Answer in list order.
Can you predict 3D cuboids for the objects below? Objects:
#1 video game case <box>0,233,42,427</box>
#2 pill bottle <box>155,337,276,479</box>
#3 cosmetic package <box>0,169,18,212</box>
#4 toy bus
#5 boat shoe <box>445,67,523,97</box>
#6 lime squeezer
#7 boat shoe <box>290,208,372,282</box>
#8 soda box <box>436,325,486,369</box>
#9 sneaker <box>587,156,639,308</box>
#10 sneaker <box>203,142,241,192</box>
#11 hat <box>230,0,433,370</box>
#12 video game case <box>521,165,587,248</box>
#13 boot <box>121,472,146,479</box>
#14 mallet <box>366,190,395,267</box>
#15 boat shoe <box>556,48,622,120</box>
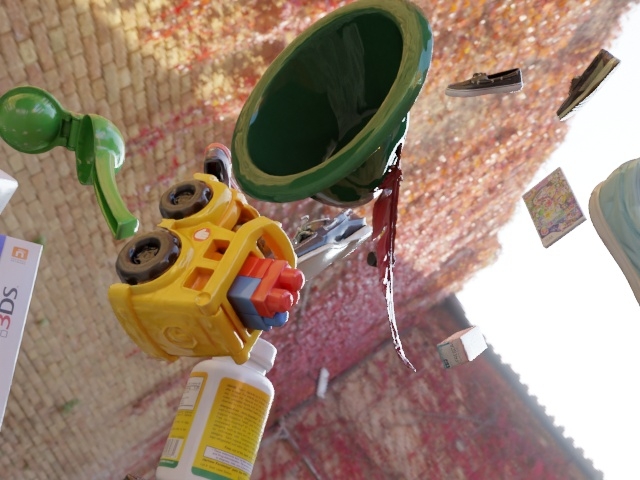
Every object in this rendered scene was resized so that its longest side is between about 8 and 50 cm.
[{"bbox_3d":[-0.414,0.074,0.680,0.061,0.269,0.244,-50,-148,39],"label":"video game case"},{"bbox_3d":[-0.129,0.230,0.991,0.118,0.208,0.117,13,-25,6],"label":"pill bottle"},{"bbox_3d":[-0.560,0.033,0.862,0.217,0.385,0.156,34,2,1],"label":"cosmetic package"},{"bbox_3d":[-0.102,0.032,0.878,0.211,0.220,0.149,2,-43,29],"label":"toy bus"},{"bbox_3d":[0.299,-0.290,1.374,0.049,0.142,0.040,-90,173,-67],"label":"boat shoe"},{"bbox_3d":[-0.227,-0.076,0.585,0.310,0.110,0.059,28,-50,23],"label":"lime squeezer"},{"bbox_3d":[0.000,0.000,1.266,0.079,0.254,0.095,48,-50,11],"label":"boat shoe"},{"bbox_3d":[0.322,0.240,1.698,0.063,0.183,0.058,-23,-98,23],"label":"soda box"},{"bbox_3d":[0.518,0.039,1.050,0.366,0.135,0.150,56,-16,19],"label":"sneaker"},{"bbox_3d":[-0.176,-0.086,1.297,0.065,0.061,0.158,-75,156,-59],"label":"sneaker"},{"bbox_3d":[0.046,-0.055,0.600,0.183,0.208,0.173,39,2,-40],"label":"hat"},{"bbox_3d":[0.395,-0.056,1.272,0.087,0.011,0.122,-43,-139,33],"label":"video game case"},{"bbox_3d":[-0.227,0.480,0.988,0.118,0.223,0.338,20,-36,47],"label":"boot"},{"bbox_3d":[0.154,-0.025,1.750,0.062,0.189,0.039,18,-15,-29],"label":"mallet"},{"bbox_3d":[0.488,-0.288,1.388,0.049,0.056,0.152,52,-51,17],"label":"boat shoe"}]
